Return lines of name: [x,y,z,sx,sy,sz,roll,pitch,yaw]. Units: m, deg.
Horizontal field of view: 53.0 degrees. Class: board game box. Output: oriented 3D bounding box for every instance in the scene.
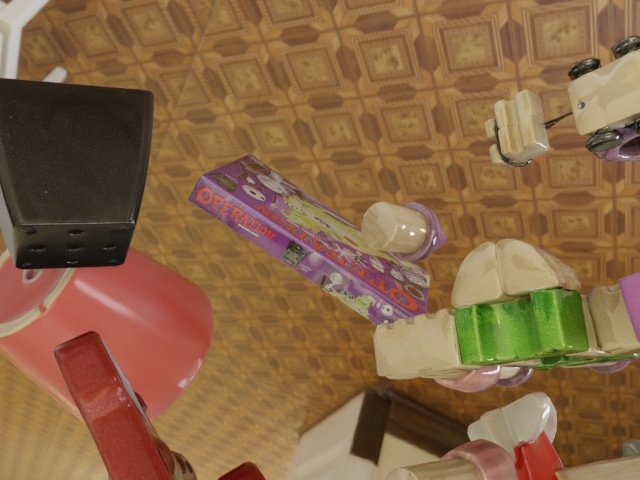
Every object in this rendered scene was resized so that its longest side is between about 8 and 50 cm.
board game box: [0.000,0.000,0.919,0.346,0.208,0.056,34,113,0]

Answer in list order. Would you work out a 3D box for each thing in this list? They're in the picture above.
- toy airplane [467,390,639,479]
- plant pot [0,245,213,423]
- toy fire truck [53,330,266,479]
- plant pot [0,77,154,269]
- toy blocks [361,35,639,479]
toy airplane: [0.378,0.423,0.981,0.272,0.386,0.385,12,99,-17]
plant pot: [-0.336,0.109,0.940,0.274,0.275,0.243,-7,141,30]
toy fire truck: [-0.149,0.235,0.605,0.254,0.169,0.302,57,162,21]
plant pot: [-0.301,-0.065,0.776,0.188,0.167,0.187,-2,156,-26]
toy blocks: [0.220,0.065,0.536,0.260,0.309,0.288,10,157,-43]
